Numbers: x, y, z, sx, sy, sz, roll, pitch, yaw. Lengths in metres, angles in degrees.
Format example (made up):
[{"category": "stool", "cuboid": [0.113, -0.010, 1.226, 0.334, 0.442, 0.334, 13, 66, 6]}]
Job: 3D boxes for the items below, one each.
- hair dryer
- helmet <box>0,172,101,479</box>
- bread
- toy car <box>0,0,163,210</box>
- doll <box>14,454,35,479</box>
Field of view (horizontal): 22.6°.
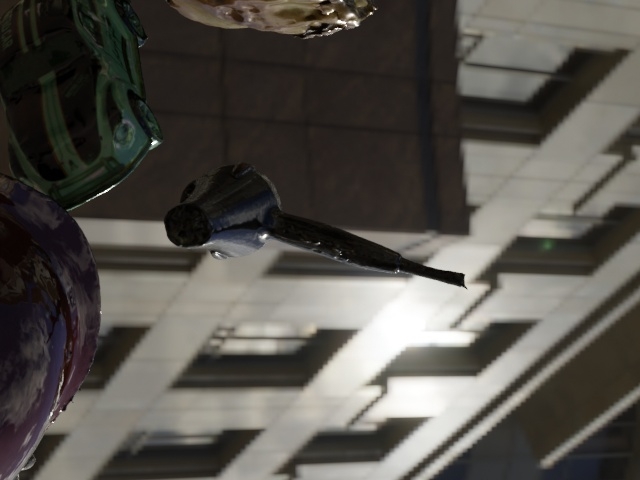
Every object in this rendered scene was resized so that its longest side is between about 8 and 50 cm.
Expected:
[{"category": "hair dryer", "cuboid": [0.000, 0.000, 1.858, 0.304, 0.359, 0.120, -27, 133, -81]}, {"category": "helmet", "cuboid": [-0.364, 0.127, 1.345, 0.230, 0.385, 0.337, -114, -177, -64]}, {"category": "bread", "cuboid": [-0.095, -0.350, 1.976, 0.324, 0.277, 0.167, 21, -98, 37]}, {"category": "toy car", "cuboid": [-0.246, -0.158, 1.533, 0.136, 0.125, 0.306, -27, -142, 11]}, {"category": "doll", "cuboid": [-0.458, 0.377, 1.810, 0.247, 0.247, 0.349, -32, -148, 55]}]
